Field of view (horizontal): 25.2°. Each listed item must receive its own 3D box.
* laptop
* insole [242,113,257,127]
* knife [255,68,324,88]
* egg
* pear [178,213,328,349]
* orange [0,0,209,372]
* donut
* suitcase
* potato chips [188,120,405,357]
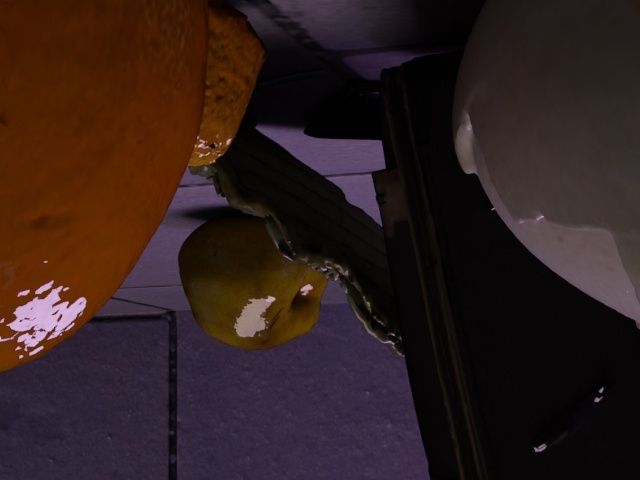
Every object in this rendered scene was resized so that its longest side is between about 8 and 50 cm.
[{"bbox_3d":[0.067,-0.116,1.315,0.129,0.016,0.180,1,171,-15],"label":"laptop"},{"bbox_3d":[-0.102,-0.104,1.418,0.064,0.004,0.188,2,171,-12],"label":"insole"},{"bbox_3d":[-0.033,-0.135,1.201,0.091,0.005,0.014,-7,172,34],"label":"knife"},{"bbox_3d":[0.224,-0.074,0.694,0.336,0.278,0.278,-4,172,43],"label":"egg"},{"bbox_3d":[-0.092,0.052,1.916,0.200,0.200,0.200,-1,172,0],"label":"pear"},{"bbox_3d":[-0.197,-0.080,0.566,0.312,0.312,0.312,-1,172,0],"label":"orange"},{"bbox_3d":[-0.161,-0.123,0.944,0.253,0.118,0.253,14,176,1],"label":"donut"},{"bbox_3d":[0.160,0.052,1.035,0.194,0.434,0.283,-10,-177,12],"label":"suitcase"},{"bbox_3d":[0.000,0.000,1.245,0.358,0.070,0.429,46,-172,39],"label":"potato chips"}]
